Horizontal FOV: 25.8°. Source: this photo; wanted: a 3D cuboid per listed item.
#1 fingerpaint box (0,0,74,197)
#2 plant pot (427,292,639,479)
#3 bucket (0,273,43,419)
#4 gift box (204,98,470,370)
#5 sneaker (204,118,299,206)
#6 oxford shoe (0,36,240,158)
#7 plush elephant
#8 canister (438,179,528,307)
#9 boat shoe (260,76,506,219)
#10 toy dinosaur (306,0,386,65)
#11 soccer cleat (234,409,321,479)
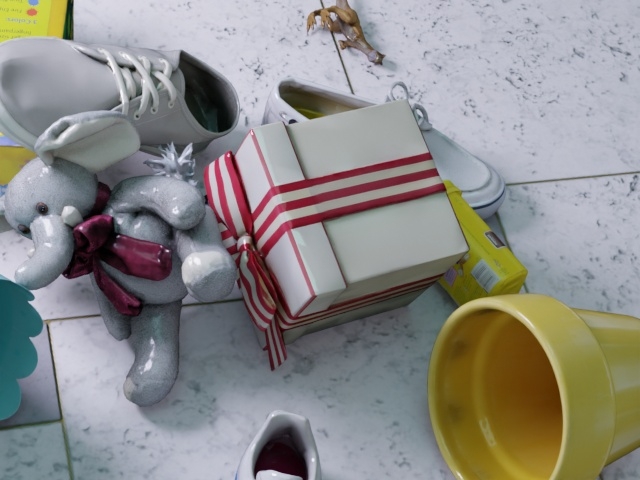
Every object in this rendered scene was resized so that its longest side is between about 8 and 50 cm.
[{"bbox_3d":[-0.571,-0.220,1.898,0.444,0.163,0.371,3,51,-7],"label":"fingerpaint box"},{"bbox_3d":[0.298,0.185,1.702,0.239,0.254,0.254,-5,51,-34],"label":"plant pot"},{"bbox_3d":[-0.473,0.122,1.580,0.183,0.281,0.281,30,52,25],"label":"bucket"},{"bbox_3d":[0.000,0.000,1.784,0.258,0.276,0.255,-14,69,-25],"label":"gift box"},{"bbox_3d":[-0.088,-0.098,1.927,0.188,0.067,0.078,-37,81,-9],"label":"sneaker"},{"bbox_3d":[-0.261,-0.191,1.811,0.449,0.130,0.169,2,69,-56],"label":"oxford shoe"},{"bbox_3d":[-0.269,-0.010,1.682,0.255,0.272,0.330,11,51,-24],"label":"plush elephant"},{"bbox_3d":[0.192,0.020,1.876,0.073,0.126,0.170,-26,63,-27],"label":"canister"},{"bbox_3d":[0.096,-0.150,1.970,0.367,0.156,0.136,22,52,8],"label":"boat shoe"},{"bbox_3d":[0.037,-0.351,2.194,0.112,0.064,0.211,0,59,-33],"label":"toy dinosaur"},{"bbox_3d":[-0.062,0.342,1.560,0.116,0.143,0.331,8,51,-4],"label":"soccer cleat"}]
